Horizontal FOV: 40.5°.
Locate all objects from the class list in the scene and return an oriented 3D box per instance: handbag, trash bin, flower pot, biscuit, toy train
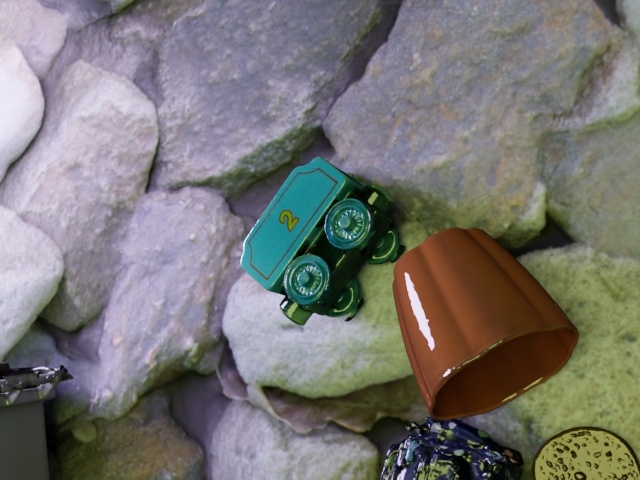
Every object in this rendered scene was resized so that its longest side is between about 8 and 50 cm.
[{"bbox_3d":[0.131,0.336,0.995,0.161,0.113,0.260,13,81,30],"label":"handbag"},{"bbox_3d":[-0.492,0.364,1.206,0.295,0.256,0.368,-16,80,19],"label":"trash bin"},{"bbox_3d":[0.174,0.085,0.997,0.190,0.190,0.173,-33,57,15],"label":"flower pot"},{"bbox_3d":[0.290,0.294,0.981,0.124,0.026,0.175,27,92,27],"label":"biscuit"},{"bbox_3d":[0.000,0.000,1.118,0.163,0.112,0.203,39,95,30],"label":"toy train"}]
